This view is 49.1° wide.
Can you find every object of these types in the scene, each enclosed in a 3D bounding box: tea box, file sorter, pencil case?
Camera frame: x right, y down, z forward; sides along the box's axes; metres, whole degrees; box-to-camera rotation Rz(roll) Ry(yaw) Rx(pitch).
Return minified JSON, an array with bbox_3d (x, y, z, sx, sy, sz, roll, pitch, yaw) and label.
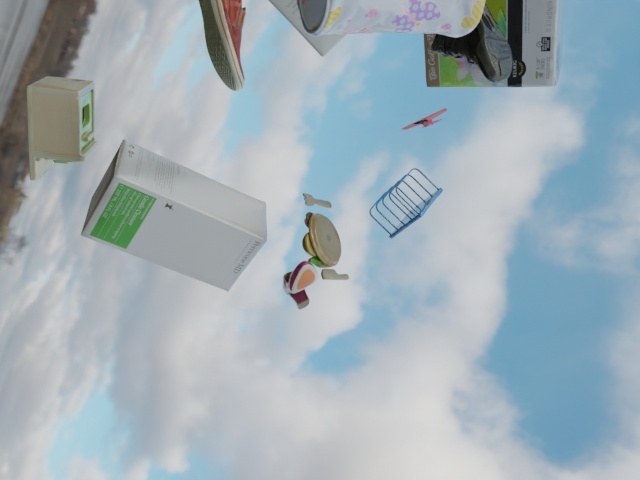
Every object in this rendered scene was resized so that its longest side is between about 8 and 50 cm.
[{"bbox_3d":[0.428,-0.568,1.722,0.220,0.324,0.329,-58,145,-50],"label":"tea box"},{"bbox_3d":[0.228,-0.104,1.917,0.118,0.104,0.170,-48,-176,-30],"label":"file sorter"},{"bbox_3d":[0.103,-0.352,1.012,0.124,0.273,0.113,-142,-131,-62],"label":"pencil case"}]

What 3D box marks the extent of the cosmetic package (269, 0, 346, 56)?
[{"bbox_3d":[-0.011,-0.483,1.355,0.151,0.184,0.151,-42,-157,12],"label":"cosmetic package"}]

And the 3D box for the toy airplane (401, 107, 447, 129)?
[{"bbox_3d":[0.320,-0.358,2.114,0.151,0.151,0.028,-20,-87,57],"label":"toy airplane"}]

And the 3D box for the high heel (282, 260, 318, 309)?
[{"bbox_3d":[-0.066,0.088,1.875,0.117,0.082,0.244,59,-12,24],"label":"high heel"}]

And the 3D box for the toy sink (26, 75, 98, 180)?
[{"bbox_3d":[-0.624,-0.267,1.711,0.153,0.131,0.234,-97,-166,-69],"label":"toy sink"}]

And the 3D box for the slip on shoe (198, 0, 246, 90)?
[{"bbox_3d":[-0.218,-0.517,1.645,0.123,0.101,0.331,25,-50,55],"label":"slip on shoe"}]

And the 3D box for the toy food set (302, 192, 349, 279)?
[{"bbox_3d":[0.000,0.000,1.526,0.038,0.132,0.192,-20,-105,27],"label":"toy food set"}]

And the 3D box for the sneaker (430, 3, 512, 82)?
[{"bbox_3d":[0.306,-0.389,1.430,0.130,0.087,0.227,-47,-126,44],"label":"sneaker"}]

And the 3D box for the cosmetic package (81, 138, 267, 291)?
[{"bbox_3d":[-0.324,-0.051,1.597,0.197,0.365,0.155,-52,-153,31],"label":"cosmetic package"}]
